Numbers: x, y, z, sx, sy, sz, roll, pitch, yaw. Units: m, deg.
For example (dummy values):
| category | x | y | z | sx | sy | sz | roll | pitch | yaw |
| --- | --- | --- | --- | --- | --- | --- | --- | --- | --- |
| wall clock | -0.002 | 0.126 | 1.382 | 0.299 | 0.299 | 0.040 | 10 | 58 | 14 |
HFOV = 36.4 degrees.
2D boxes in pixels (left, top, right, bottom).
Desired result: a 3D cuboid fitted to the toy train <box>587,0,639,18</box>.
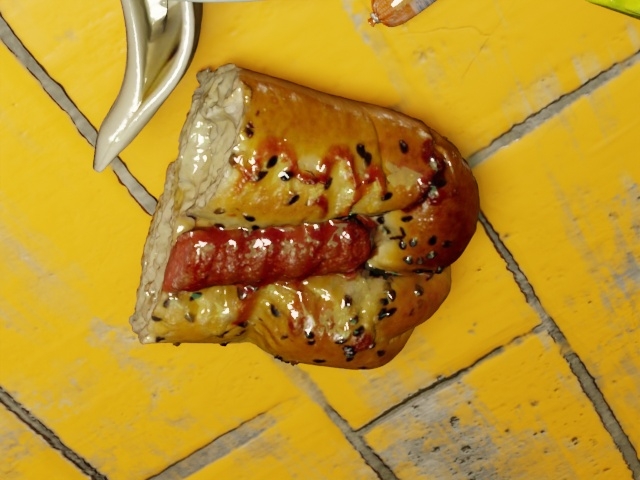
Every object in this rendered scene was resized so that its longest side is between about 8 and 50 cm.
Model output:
| category | x | y | z | sx | sy | sz | roll | pitch | yaw |
| --- | --- | --- | --- | --- | --- | --- | --- | --- | --- |
| toy train | 0.498 | -0.260 | 1.047 | 0.442 | 0.272 | 0.179 | 12 | 106 | -21 |

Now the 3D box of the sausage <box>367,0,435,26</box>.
| category | x | y | z | sx | sy | sz | roll | pitch | yaw |
| --- | --- | --- | --- | --- | --- | --- | --- | --- | --- |
| sausage | 0.191 | -0.342 | 1.046 | 0.348 | 0.053 | 0.053 | -37 | 124 | 12 |

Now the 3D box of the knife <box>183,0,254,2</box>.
| category | x | y | z | sx | sy | sz | roll | pitch | yaw |
| --- | --- | --- | --- | --- | --- | --- | --- | --- | --- |
| knife | -0.021 | -0.273 | 0.962 | 0.343 | 0.027 | 0.061 | -17 | 106 | -35 |

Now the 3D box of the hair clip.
| category | x | y | z | sx | sy | sz | roll | pitch | yaw |
| --- | --- | --- | --- | --- | --- | --- | --- | --- | --- |
| hair clip | -0.166 | -0.224 | 0.984 | 0.113 | 0.172 | 0.282 | 2 | 110 | -4 |

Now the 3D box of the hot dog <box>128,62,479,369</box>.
| category | x | y | z | sx | sy | sz | roll | pitch | yaw |
| --- | --- | --- | --- | --- | --- | --- | --- | --- | --- |
| hot dog | 0.000 | 0.000 | 1.155 | 0.365 | 0.196 | 0.367 | 9 | 124 | -24 |
